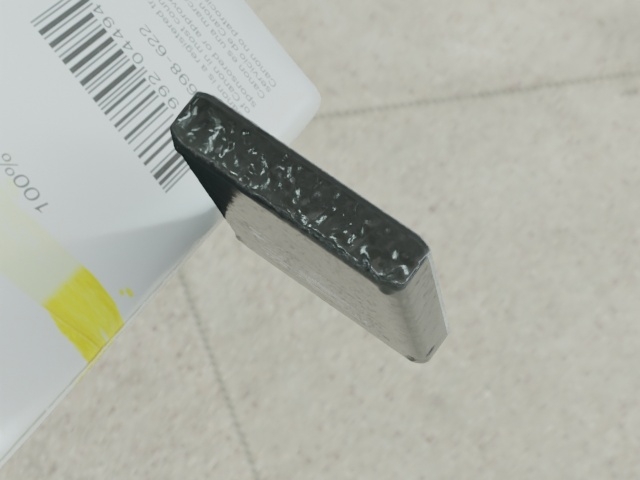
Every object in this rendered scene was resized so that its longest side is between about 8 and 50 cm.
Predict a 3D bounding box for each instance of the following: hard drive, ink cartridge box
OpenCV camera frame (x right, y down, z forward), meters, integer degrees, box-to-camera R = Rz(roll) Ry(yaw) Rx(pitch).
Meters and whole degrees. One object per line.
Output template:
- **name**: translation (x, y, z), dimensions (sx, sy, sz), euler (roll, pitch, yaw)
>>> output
- **hard drive**: translation (0.000, 0.000, 0.603), dimensions (0.094, 0.135, 0.022), euler (35, 83, 14)
- **ink cartridge box**: translation (-0.203, -0.044, 0.628), dimensions (0.279, 0.160, 0.385), euler (52, 34, -9)
